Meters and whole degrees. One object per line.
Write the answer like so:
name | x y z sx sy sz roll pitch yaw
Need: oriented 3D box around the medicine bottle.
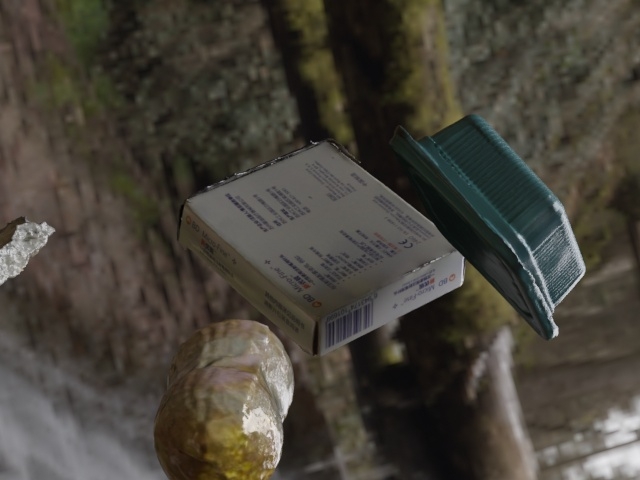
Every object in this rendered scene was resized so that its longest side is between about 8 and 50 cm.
medicine bottle | 0.000 0.000 1.557 0.201 0.171 0.052 39 -38 37

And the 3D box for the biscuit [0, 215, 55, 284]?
biscuit | -0.384 0.032 2.025 0.040 0.188 0.265 54 -10 -14

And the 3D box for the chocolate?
chocolate | -0.091 0.157 1.747 0.309 0.134 0.134 -81 163 -78

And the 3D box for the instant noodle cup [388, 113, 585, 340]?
instant noodle cup | 0.137 -0.017 1.376 0.157 0.070 0.179 50 -3 29
